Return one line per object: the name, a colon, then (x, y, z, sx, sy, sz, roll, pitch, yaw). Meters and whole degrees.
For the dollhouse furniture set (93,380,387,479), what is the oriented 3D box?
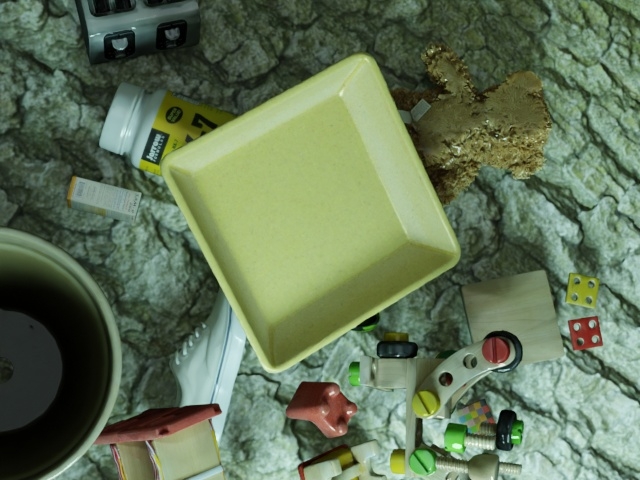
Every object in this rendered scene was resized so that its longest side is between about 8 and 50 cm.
dollhouse furniture set: (-0.101, 0.295, 1.581, 0.374, 0.152, 0.201, -14, 91, -46)

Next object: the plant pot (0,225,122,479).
plant pot: (-0.415, 0.160, 1.516, 0.323, 0.280, 0.323, 1, 81, -9)

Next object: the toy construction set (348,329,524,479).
toy construction set: (0.135, 0.250, 1.593, 0.237, 0.309, 0.257, 6, 108, 17)

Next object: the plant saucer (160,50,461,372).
plant saucer: (-0.015, -0.042, 1.634, 0.332, 0.081, 0.333, -30, 105, -15)

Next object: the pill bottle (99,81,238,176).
pill bottle: (-0.197, -0.142, 1.685, 0.208, 0.119, 0.119, 19, 78, -6)

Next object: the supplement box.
supplement box: (-0.304, -0.057, 1.682, 0.098, 0.062, 0.036, 14, 78, -8)

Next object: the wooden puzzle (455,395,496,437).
wooden puzzle: (0.229, 0.265, 1.754, 0.049, 0.006, 0.083, -22, 86, -12)

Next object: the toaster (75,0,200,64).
toaster: (-0.267, -0.360, 1.711, 0.168, 0.110, 0.186, -12, 83, -12)

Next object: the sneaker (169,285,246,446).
sneaker: (-0.161, 0.163, 1.656, 0.091, 0.094, 0.258, 14, 80, -12)

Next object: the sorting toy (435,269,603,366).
sorting toy: (0.287, 0.119, 1.766, 0.274, 0.046, 0.132, -11, 83, -11)

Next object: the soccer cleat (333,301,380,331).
soccer cleat: (-0.001, 0.099, 1.705, 0.179, 0.072, 0.060, 6, 80, -9)

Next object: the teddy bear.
teddy bear: (0.166, -0.162, 1.771, 0.338, 0.113, 0.245, -23, 79, -5)
